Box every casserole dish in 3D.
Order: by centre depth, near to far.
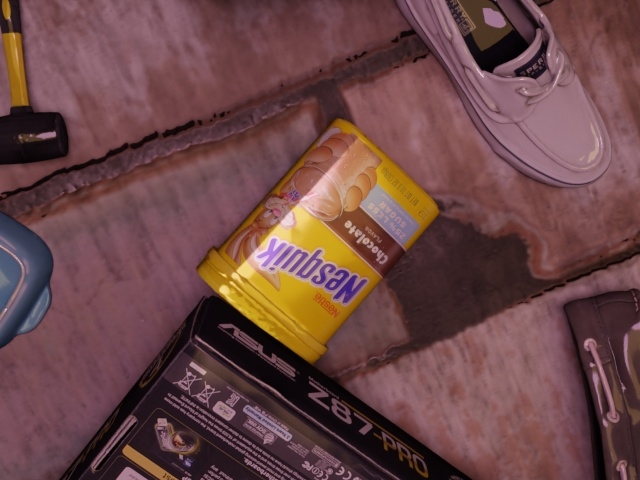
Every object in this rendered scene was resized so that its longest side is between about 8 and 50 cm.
[{"bbox_3d":[-0.306,0.016,0.598,0.188,0.037,0.114,32,92,-12],"label":"casserole dish"}]

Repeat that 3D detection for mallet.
[{"bbox_3d":[-0.231,-0.154,0.591,0.062,0.039,0.190,1,93,-7],"label":"mallet"}]

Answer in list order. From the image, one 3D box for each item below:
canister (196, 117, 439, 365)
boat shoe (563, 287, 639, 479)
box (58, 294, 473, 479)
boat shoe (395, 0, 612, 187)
[{"bbox_3d":[0.000,0.000,0.622,0.126,0.073,0.170,42,88,-11],"label":"canister"},{"bbox_3d":[0.267,0.210,0.677,0.095,0.112,0.336,0,92,9],"label":"boat shoe"},{"bbox_3d":[-0.027,0.281,0.606,0.394,0.097,0.318,36,103,-11],"label":"box"},{"bbox_3d":[0.157,-0.141,0.621,0.258,0.084,0.095,43,89,-11],"label":"boat shoe"}]
